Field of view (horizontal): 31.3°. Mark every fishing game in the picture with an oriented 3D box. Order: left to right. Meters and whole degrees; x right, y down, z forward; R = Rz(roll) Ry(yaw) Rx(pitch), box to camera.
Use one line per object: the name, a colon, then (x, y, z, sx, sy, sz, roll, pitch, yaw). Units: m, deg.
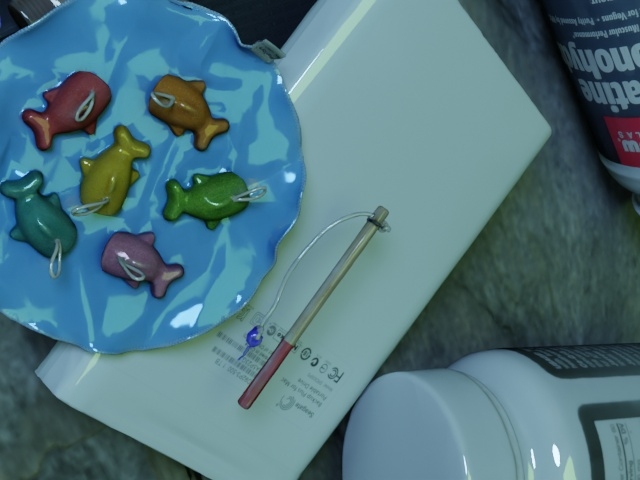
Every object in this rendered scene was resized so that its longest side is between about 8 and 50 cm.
fishing game: (-0.088, -0.029, 0.564, 0.264, 0.041, 0.189, 37, 89, -26)

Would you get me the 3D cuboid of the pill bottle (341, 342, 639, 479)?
pill bottle: (0.166, 0.153, 0.794, 0.283, 0.161, 0.161, 2, 95, -33)

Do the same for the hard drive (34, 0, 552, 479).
hard drive: (0.000, 0.000, 0.683, 0.307, 0.040, 0.203, -54, 135, -5)

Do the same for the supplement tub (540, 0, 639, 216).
supplement tub: (0.267, -0.148, 0.804, 0.191, 0.191, 0.272, -37, 113, -24)

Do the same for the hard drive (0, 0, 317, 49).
hard drive: (-0.084, -0.082, 0.667, 0.255, 0.054, 0.171, -24, 108, -28)

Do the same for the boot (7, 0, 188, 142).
boot: (-0.102, -0.108, 0.595, 0.087, 0.042, 0.118, -41, 115, -23)
